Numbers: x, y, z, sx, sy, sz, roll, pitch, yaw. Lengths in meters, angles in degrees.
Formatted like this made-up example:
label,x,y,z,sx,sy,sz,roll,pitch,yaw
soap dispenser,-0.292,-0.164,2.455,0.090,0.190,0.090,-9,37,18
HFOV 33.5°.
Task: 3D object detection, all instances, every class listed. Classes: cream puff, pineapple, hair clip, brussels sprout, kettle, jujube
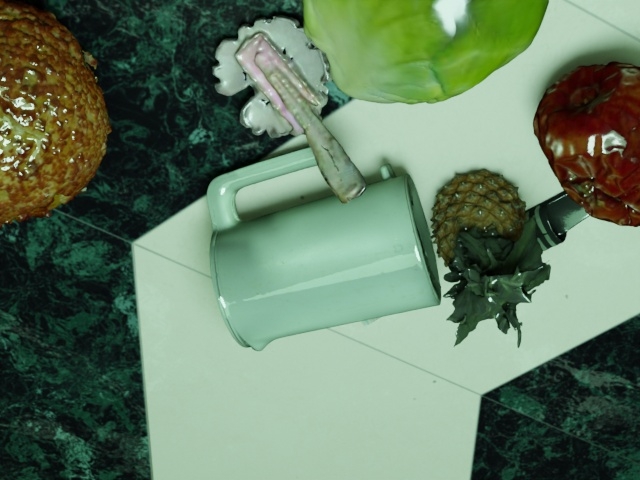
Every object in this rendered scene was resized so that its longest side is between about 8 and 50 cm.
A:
label,x,y,z,sx,sy,sz,roll,pitch,yaw
cream puff,-0.468,-0.166,1.494,0.350,0.228,0.350,0,119,0
pineapple,0.246,0.029,1.518,0.165,0.364,0.165,0,116,0
hair clip,-0.028,-0.182,1.527,0.173,0.069,0.300,-37,84,20
brussels sprout,0.138,-0.334,1.371,0.344,0.268,0.344,14,131,17
kettle,0.000,0.011,1.609,0.318,0.205,0.265,-15,123,13
jujube,0.420,-0.139,1.506,0.213,0.213,0.232,-29,127,17

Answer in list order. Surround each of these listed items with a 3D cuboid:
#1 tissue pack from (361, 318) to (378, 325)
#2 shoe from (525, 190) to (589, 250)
label,x,y,z,sx,sy,sz,roll,pitch,yaw
tissue pack,0.101,0.096,1.759,0.108,0.023,0.056,-34,115,19
shoe,0.369,-0.029,1.663,0.179,0.049,0.071,-34,114,20
